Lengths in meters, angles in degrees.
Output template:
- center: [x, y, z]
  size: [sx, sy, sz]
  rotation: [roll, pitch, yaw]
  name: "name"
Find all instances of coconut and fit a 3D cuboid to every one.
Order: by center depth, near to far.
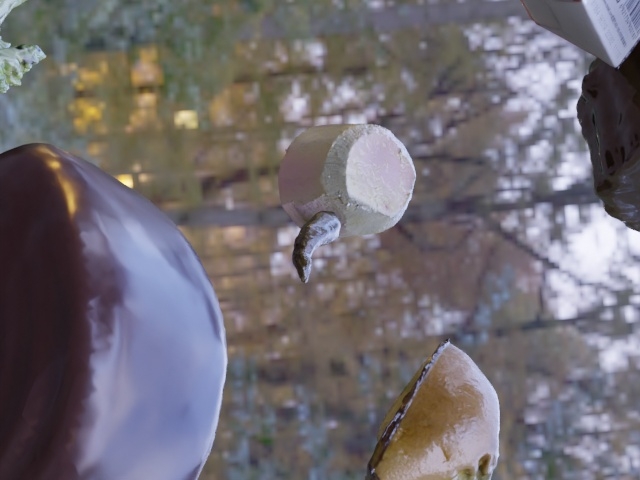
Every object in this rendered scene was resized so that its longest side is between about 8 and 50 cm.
- center: [0.026, -0.076, 2.018]
  size: [0.152, 0.147, 0.147]
  rotation: [-1, -86, 50]
  name: "coconut"

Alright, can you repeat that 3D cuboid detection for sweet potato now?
- center: [-0.004, -0.005, 1.766]
  size: [0.041, 0.038, 0.153]
  rotation: [58, 26, -15]
  name: "sweet potato"

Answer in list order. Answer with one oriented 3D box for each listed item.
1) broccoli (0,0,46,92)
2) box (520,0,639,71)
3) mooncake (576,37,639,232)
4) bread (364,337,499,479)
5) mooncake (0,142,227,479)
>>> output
- center: [-0.397, -0.294, 1.832]
  size: [0.263, 0.243, 0.247]
  rotation: [48, -32, 42]
  name: "broccoli"
- center: [0.290, -0.291, 1.802]
  size: [0.133, 0.099, 0.182]
  rotation: [37, -2, 31]
  name: "box"
- center: [0.473, -0.152, 1.956]
  size: [0.324, 0.324, 0.187]
  rotation: [100, -17, -58]
  name: "mooncake"
- center: [0.152, 0.261, 2.071]
  size: [0.204, 0.162, 0.262]
  rotation: [89, 25, -50]
  name: "bread"
- center: [-0.231, 0.089, 1.228]
  size: [0.174, 0.334, 0.326]
  rotation: [30, 64, -48]
  name: "mooncake"
